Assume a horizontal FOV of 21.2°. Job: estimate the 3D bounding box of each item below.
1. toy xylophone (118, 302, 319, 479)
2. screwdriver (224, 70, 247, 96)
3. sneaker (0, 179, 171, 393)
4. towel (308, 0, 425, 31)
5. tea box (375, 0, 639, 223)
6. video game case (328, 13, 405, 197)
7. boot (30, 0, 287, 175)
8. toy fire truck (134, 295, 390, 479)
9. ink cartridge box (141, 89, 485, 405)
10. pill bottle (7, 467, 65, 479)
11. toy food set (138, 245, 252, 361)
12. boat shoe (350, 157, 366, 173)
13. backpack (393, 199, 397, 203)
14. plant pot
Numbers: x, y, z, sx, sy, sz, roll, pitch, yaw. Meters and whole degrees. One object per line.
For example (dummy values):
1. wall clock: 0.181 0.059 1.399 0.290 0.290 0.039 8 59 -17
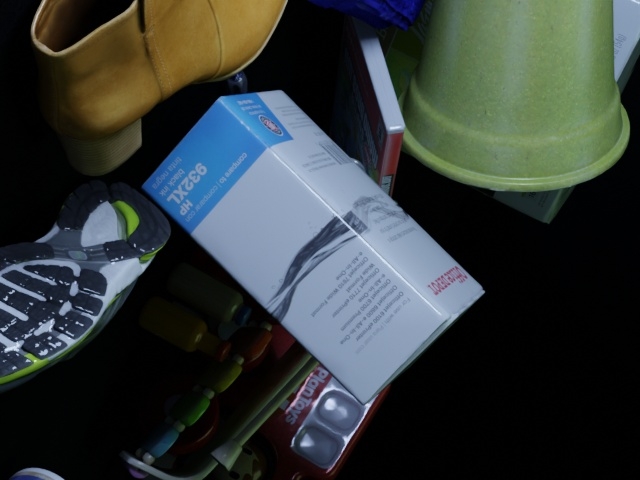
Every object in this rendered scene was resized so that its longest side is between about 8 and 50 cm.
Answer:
1. toy xylophone: -0.093 0.162 1.969 0.323 0.081 0.236 -50 -172 -18
2. screwdriver: -0.085 -0.185 1.686 0.170 0.024 0.025 91 -1 -56
3. sneaker: -0.225 0.061 1.409 0.300 0.111 0.121 -42 162 -57
4. towel: 0.085 -0.335 1.838 0.228 0.076 0.308 -57 166 10
5. tea box: 0.242 -0.258 2.224 0.220 0.323 0.329 -45 160 -59
6. video game case: 0.053 -0.129 2.088 0.285 0.025 0.204 97 -19 -56
7. boot: -0.107 -0.193 1.293 0.295 0.104 0.211 -52 168 -23
8. toy fire truck: -0.081 0.231 2.153 0.302 0.254 0.169 -57 169 -24
9. ink cartridge box: 0.000 0.000 1.714 0.129 0.307 0.223 -47 174 14
10. pill bottle: -0.309 0.303 1.669 0.169 0.094 0.094 -47 163 -56
11. toy food set: -0.119 0.080 1.977 0.111 0.104 0.232 -61 170 0
12. boat shoe: -0.029 -0.065 2.032 0.367 0.136 0.156 5 103 -72
13. backpack: 0.017 0.006 2.362 0.166 0.144 0.188 -57 174 -51
14. plant pot: 0.227 -0.236 1.925 0.276 0.276 0.254 -51 151 -46
